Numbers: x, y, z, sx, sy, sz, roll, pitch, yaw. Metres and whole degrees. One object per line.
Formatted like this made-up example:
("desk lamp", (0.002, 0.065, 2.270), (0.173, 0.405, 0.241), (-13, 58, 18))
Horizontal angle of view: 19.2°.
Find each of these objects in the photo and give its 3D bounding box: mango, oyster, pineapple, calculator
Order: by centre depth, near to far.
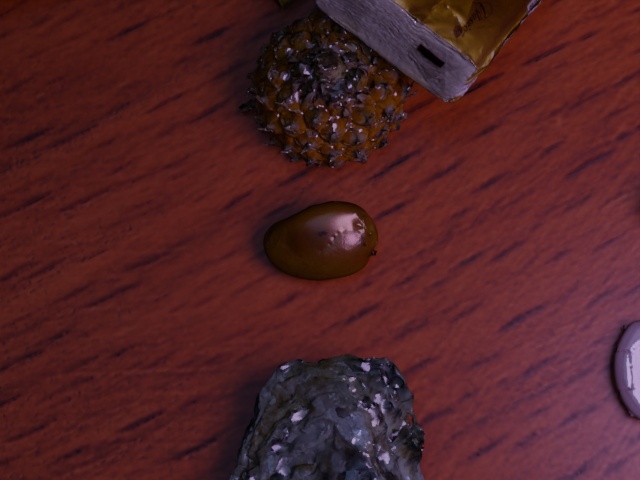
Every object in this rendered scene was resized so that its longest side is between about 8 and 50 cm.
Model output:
("oyster", (0.002, 0.242, 1.815), (0.198, 0.112, 0.268), (4, 85, 4))
("calculator", (0.373, 0.124, 1.845), (0.175, 0.032, 0.100), (-3, 82, 3))
("pineapple", (0.007, -0.159, 1.856), (0.176, 0.137, 0.161), (-34, 82, -2))
("mango", (0.000, 0.000, 1.873), (0.114, 0.060, 0.080), (-2, 98, 1))

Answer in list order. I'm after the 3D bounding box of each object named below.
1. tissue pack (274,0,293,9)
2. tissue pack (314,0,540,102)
("tissue pack", (-0.061, -0.334, 1.923), (0.095, 0.062, 0.176), (-39, 81, -2))
("tissue pack", (0.125, -0.263, 1.843), (0.183, 0.092, 0.226), (38, 57, 4))
